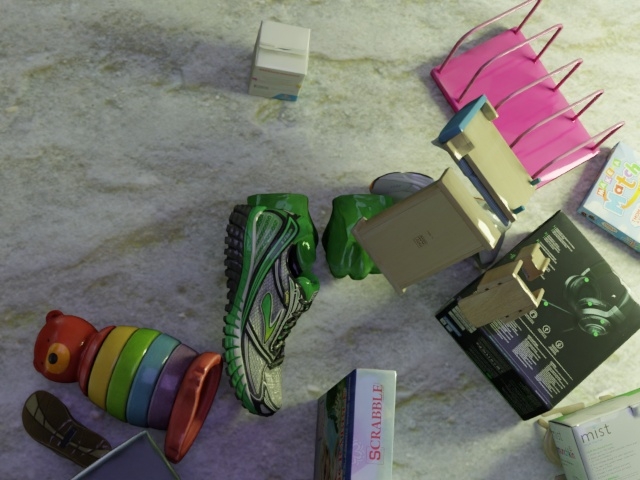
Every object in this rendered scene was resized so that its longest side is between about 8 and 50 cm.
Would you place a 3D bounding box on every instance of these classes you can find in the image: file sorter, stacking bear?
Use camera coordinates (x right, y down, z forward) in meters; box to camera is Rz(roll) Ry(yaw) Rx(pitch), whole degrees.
[{"bbox_3d":[0.377,-0.261,1.982,0.202,0.182,0.291,-29,81,-16],"label":"file sorter"},{"bbox_3d":[-0.315,0.204,1.736,0.289,0.164,0.175,20,105,7],"label":"stacking bear"}]

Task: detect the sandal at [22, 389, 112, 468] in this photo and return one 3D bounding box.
[{"bbox_3d":[-0.400,0.306,1.740,0.180,0.049,0.072,31,71,19],"label":"sandal"}]

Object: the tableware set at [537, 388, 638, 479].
[{"bbox_3d":[0.473,0.335,1.905,0.194,0.039,0.128,-11,87,-8],"label":"tableware set"}]

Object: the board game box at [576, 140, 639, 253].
[{"bbox_3d":[0.602,-0.062,2.042,0.211,0.039,0.160,33,71,1],"label":"board game box"}]

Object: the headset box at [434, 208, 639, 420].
[{"bbox_3d":[0.389,0.122,1.900,0.283,0.131,0.246,-39,83,-18],"label":"headset box"}]

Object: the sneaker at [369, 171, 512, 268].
[{"bbox_3d":[0.204,-0.033,1.933,0.262,0.099,0.121,19,76,-3],"label":"sneaker"}]

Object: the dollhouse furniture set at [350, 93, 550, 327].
[{"bbox_3d":[0.244,-0.041,1.851,0.286,0.198,0.303,52,40,-11],"label":"dollhouse furniture set"}]

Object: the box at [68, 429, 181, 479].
[{"bbox_3d":[-0.234,0.506,1.589,0.212,0.293,0.395,-34,83,-18],"label":"box"}]

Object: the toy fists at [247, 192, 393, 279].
[{"bbox_3d":[0.000,0.000,1.879,0.279,0.096,0.142,1,75,-6],"label":"toy fists"}]

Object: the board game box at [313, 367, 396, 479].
[{"bbox_3d":[0.042,0.375,1.666,0.066,0.318,0.319,6,72,-8],"label":"board game box"}]

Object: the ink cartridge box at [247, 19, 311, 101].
[{"bbox_3d":[-0.071,-0.317,1.936,0.092,0.143,0.090,8,73,-8],"label":"ink cartridge box"}]

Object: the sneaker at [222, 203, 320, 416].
[{"bbox_3d":[-0.078,0.116,1.766,0.146,0.134,0.343,3,97,8],"label":"sneaker"}]

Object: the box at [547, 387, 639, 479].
[{"bbox_3d":[0.546,0.368,1.827,0.262,0.127,0.231,-19,88,-8],"label":"box"}]
